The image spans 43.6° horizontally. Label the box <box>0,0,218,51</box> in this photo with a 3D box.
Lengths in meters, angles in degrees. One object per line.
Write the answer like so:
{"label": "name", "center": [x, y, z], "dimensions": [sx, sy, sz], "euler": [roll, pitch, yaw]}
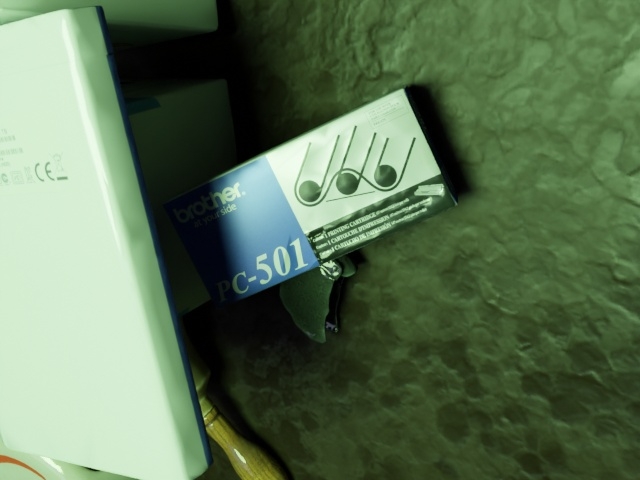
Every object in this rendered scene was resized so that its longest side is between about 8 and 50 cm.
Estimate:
{"label": "box", "center": [-0.290, -0.238, 0.670], "dimensions": [0.346, 0.215, 0.168], "euler": [-1, 99, 34]}

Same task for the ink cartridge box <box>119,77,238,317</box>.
{"label": "ink cartridge box", "center": [-0.239, -0.039, 0.736], "dimensions": [0.270, 0.198, 0.197], "euler": [8, 113, 31]}

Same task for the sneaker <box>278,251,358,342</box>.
{"label": "sneaker", "center": [-0.001, 0.001, 0.685], "dimensions": [0.089, 0.051, 0.170], "euler": [28, 118, 11]}

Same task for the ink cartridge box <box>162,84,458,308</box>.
{"label": "ink cartridge box", "center": [-0.008, -0.032, 0.622], "dimensions": [0.207, 0.046, 0.097], "euler": [-23, 100, 14]}

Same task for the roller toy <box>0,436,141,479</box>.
{"label": "roller toy", "center": [-0.281, 0.252, 0.915], "dimensions": [0.210, 0.146, 0.191], "euler": [0, 117, 29]}

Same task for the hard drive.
{"label": "hard drive", "center": [-0.198, 0.012, 0.575], "dimensions": [0.210, 0.040, 0.318], "euler": [0, 108, 34]}

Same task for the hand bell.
{"label": "hand bell", "center": [-0.107, 0.185, 0.815], "dimensions": [0.242, 0.126, 0.126], "euler": [47, 128, -6]}
